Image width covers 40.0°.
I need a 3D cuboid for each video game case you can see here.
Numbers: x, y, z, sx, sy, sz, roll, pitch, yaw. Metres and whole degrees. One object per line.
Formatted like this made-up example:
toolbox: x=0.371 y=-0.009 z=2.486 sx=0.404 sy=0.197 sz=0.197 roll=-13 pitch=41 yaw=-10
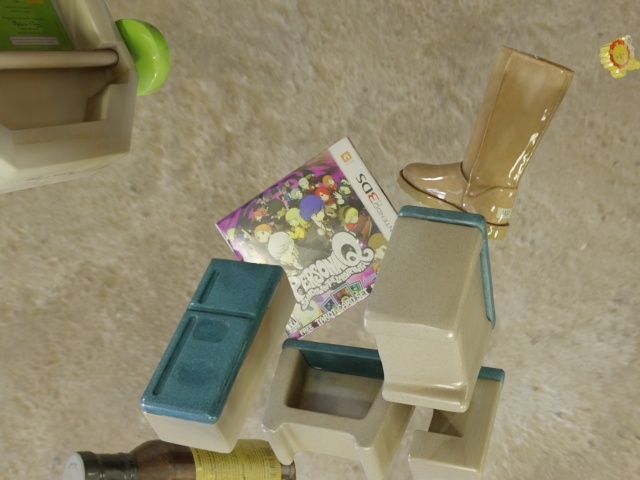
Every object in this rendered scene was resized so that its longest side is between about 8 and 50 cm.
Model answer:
video game case: x=0.000 y=0.000 z=1.266 sx=0.232 sy=0.042 sz=0.210 roll=-33 pitch=88 yaw=7

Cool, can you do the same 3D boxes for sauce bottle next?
sauce bottle: x=-0.197 y=0.338 z=1.269 sx=0.111 sy=0.344 sz=0.111 roll=-18 pitch=66 yaw=47

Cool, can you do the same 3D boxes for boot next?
boot: x=0.247 y=-0.166 z=1.347 sx=0.236 sy=0.089 sz=0.270 roll=34 pitch=116 yaw=39

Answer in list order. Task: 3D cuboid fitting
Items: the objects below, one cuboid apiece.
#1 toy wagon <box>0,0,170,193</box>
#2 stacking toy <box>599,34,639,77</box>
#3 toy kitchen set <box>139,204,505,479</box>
toy wagon: x=-0.232 y=-0.196 z=0.538 sx=0.068 sy=0.267 sz=0.344 roll=-26 pitch=90 yaw=25
stacking toy: x=0.485 y=-0.274 z=1.103 sx=0.221 sy=0.167 sz=0.052 roll=-27 pitch=102 yaw=-26
toy kitchen set: x=-0.004 y=0.035 z=0.489 sx=0.207 sy=0.166 sz=0.122 roll=6 pitch=49 yaw=21
